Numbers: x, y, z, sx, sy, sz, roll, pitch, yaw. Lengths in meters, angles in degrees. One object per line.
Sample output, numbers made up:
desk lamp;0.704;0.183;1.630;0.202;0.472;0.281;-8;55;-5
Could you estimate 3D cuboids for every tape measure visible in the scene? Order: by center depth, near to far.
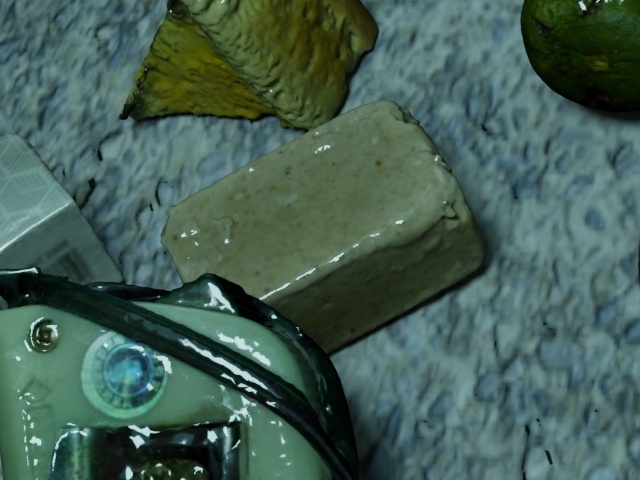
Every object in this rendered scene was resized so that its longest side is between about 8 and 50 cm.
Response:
tape measure;-0.080;0.109;1.069;0.207;0.115;0.235;-12;79;15

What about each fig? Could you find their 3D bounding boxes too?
fig;0.195;-0.155;1.218;0.123;0.123;0.156;5;45;23

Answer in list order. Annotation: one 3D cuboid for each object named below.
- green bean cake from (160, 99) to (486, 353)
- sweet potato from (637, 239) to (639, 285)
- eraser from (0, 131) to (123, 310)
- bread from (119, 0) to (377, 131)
green bean cake;0.000;0.000;1.190;0.179;0.085;0.109;-28;50;0
sweet potato;0.248;-0.021;1.128;0.108;0.079;0.346;27;63;2
eraser;-0.323;0.093;1.230;0.404;0.098;0.096;-35;50;-9
bread;-0.078;-0.155;1.307;0.160;0.169;0.140;0;55;38
